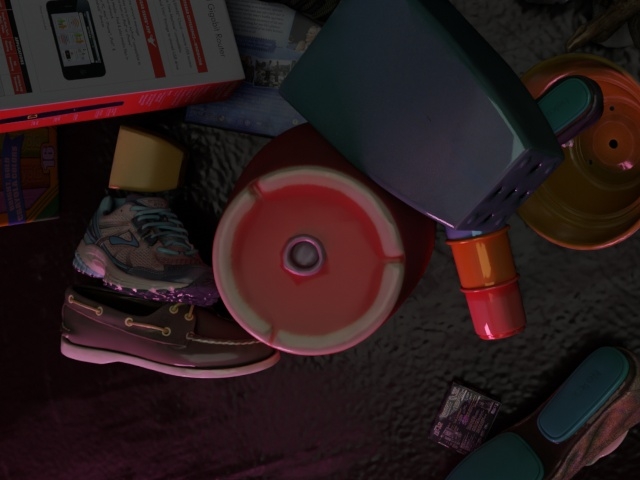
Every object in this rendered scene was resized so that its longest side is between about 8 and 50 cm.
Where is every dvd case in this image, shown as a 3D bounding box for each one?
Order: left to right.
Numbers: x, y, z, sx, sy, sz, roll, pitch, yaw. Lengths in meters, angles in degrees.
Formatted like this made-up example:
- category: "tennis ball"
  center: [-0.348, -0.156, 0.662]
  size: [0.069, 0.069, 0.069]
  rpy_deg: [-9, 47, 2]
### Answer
- category: "dvd case"
  center: [-0.076, -0.262, 0.977]
  size: [0.180, 0.022, 0.253]
  rpy_deg: [11, 98, 10]

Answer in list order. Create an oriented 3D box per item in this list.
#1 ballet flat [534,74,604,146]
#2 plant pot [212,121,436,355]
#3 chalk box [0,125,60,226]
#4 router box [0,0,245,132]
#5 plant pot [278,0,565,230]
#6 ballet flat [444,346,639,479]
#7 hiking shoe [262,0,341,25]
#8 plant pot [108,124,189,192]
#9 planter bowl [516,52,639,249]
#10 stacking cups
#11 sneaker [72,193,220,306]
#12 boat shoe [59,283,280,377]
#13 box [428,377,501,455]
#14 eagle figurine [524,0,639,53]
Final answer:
- category: "ballet flat"
  center: [0.216, -0.104, 0.827]
  size: [0.203, 0.074, 0.074]
  rpy_deg: [-34, 89, 32]
- category: "plant pot"
  center: [0.000, 0.000, 0.866]
  size: [0.274, 0.243, 0.275]
  rpy_deg: [1, 100, 7]
- category: "chalk box"
  center: [-0.472, -0.101, 0.932]
  size: [0.180, 0.289, 0.179]
  rpy_deg: [2, 97, 11]
- category: "router box"
  center: [-0.275, -0.310, 0.878]
  size: [0.301, 0.082, 0.336]
  rpy_deg: [-12, 86, -25]
- category: "plant pot"
  center: [0.115, -0.126, 0.769]
  size: [0.165, 0.165, 0.234]
  rpy_deg: [-50, 65, 24]
- category: "ballet flat"
  center: [0.282, 0.264, 0.928]
  size: [0.316, 0.107, 0.106]
  rpy_deg: [-43, 121, 13]
- category: "hiking shoe"
  center: [-0.014, -0.302, 0.890]
  size: [0.226, 0.114, 0.086]
  rpy_deg: [14, 99, 9]
- category: "plant pot"
  center: [-0.218, -0.101, 0.994]
  size: [0.083, 0.081, 0.082]
  rpy_deg: [14, 98, -1]
- category: "planter bowl"
  center: [0.311, -0.104, 0.865]
  size: [0.217, 0.090, 0.217]
  rpy_deg: [24, 121, 48]
- category: "stacking cups"
  center: [0.187, -0.041, 0.925]
  size: [0.096, 0.096, 0.316]
  rpy_deg: [-15, 98, 12]
- category: "sneaker"
  center: [-0.216, 0.003, 0.936]
  size: [0.283, 0.110, 0.122]
  rpy_deg: [13, 88, 46]
- category: "boat shoe"
  center: [-0.201, 0.113, 0.996]
  size: [0.305, 0.109, 0.091]
  rpy_deg: [4, 101, 14]
- category: "box"
  center: [0.185, 0.229, 0.981]
  size: [0.067, 0.018, 0.083]
  rpy_deg: [23, 100, 8]
- category: "eagle figurine"
  center: [0.278, -0.363, 0.827]
  size: [0.298, 0.226, 0.225]
  rpy_deg: [55, 139, 25]
